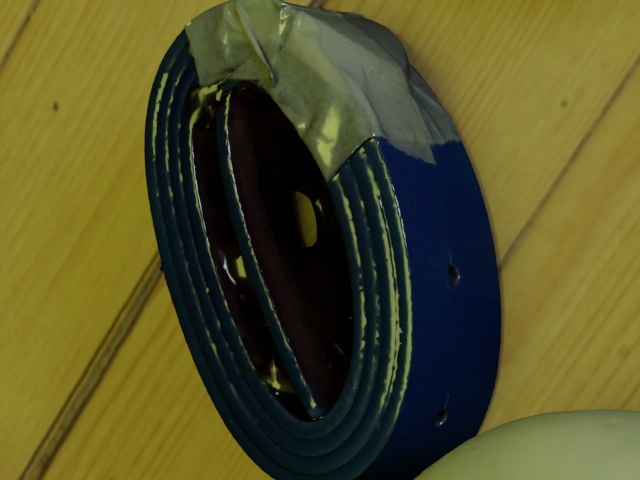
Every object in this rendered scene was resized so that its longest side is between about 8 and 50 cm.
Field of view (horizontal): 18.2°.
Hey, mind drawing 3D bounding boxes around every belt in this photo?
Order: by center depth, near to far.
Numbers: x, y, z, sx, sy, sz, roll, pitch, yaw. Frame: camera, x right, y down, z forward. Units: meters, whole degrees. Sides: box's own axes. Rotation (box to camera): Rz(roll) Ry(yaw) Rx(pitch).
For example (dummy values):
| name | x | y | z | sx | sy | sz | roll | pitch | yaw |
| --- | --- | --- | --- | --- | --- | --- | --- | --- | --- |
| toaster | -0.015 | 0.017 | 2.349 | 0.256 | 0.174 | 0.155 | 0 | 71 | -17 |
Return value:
| name | x | y | z | sx | sy | sz | roll | pitch | yaw |
| --- | --- | --- | --- | --- | --- | --- | --- | --- | --- |
| belt | 0.000 | 0.000 | 1.378 | 0.212 | 0.117 | 0.347 | -29 | 70 | 36 |

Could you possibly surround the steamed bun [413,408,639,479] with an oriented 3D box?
| name | x | y | z | sx | sy | sz | roll | pitch | yaw |
| --- | --- | --- | --- | --- | --- | --- | --- | --- | --- |
| steamed bun | 0.139 | 0.262 | 1.173 | 0.334 | 0.233 | 0.312 | -52 | 59 | 22 |
